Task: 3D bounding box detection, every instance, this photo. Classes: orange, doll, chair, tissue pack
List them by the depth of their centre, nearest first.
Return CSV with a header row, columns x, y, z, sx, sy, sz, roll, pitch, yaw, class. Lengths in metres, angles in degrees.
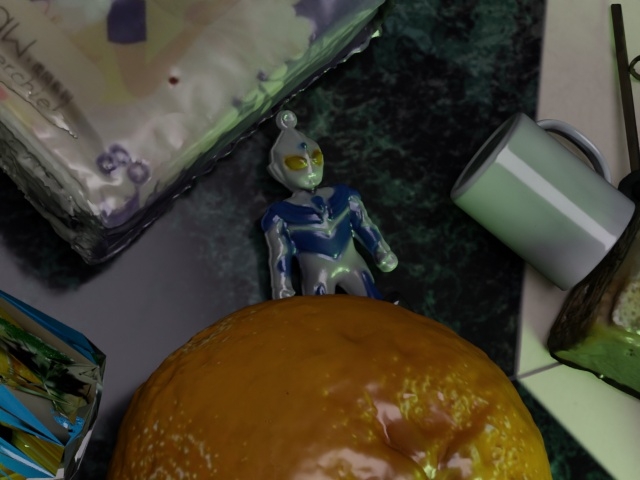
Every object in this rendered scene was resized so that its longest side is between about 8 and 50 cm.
x,y,z,sx,sy,sz,roll,pitch,yaw,class
0.014,0.200,1.398,0.340,0.293,0.341,12,64,-25,orange
-0.137,-0.174,1.542,0.343,0.125,0.242,-41,83,-20,tissue pack
0.000,0.000,1.585,0.114,0.057,0.227,-21,85,-17,doll
0.315,-0.118,1.686,0.104,0.095,0.222,6,76,-7,chair

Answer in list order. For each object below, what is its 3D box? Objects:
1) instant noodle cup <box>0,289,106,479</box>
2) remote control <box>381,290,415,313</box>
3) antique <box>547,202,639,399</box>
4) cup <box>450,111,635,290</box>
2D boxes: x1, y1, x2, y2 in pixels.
x,y,z,sx,sy,sz,roll,pitch,yaw,class
-0.279,0.130,1.390,0.178,0.240,0.240,27,70,-19,instant noodle cup
0.115,0.153,1.579,0.063,0.025,0.245,-41,100,-16,remote control
0.354,0.098,1.628,0.284,0.125,0.150,32,70,-7,antique
0.193,-0.039,1.641,0.133,0.136,0.099,38,111,-5,cup
